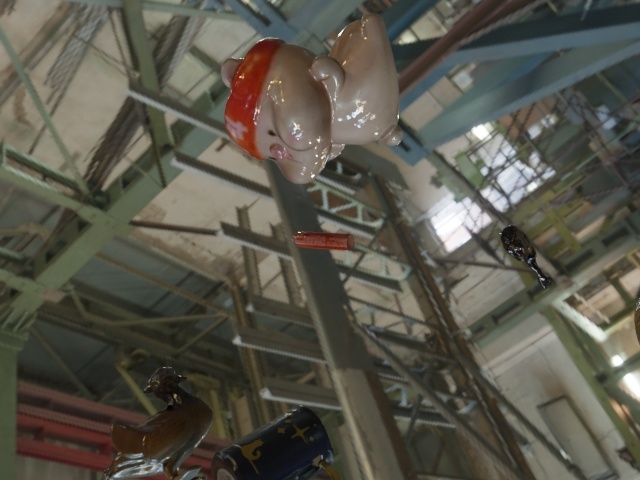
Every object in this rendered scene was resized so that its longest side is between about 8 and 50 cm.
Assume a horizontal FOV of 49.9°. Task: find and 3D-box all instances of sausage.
[{"bbox_3d":[0.000,0.000,1.331,0.034,0.129,0.034,-14,-74,-62],"label":"sausage"}]

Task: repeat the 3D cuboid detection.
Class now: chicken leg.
[{"bbox_3d":[0.499,0.034,1.681,0.253,0.051,0.106,38,-150,-40],"label":"chicken leg"}]

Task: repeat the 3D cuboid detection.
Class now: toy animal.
[{"bbox_3d":[-0.012,-0.157,0.772,0.171,0.197,0.171,164,90,-88],"label":"toy animal"},{"bbox_3d":[-0.246,0.281,0.993,0.179,0.188,0.089,58,159,25],"label":"toy animal"}]

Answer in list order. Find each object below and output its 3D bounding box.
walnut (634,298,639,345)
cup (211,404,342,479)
[{"bbox_3d":[0.716,0.164,1.292,0.257,0.224,0.257,-17,-90,-73],"label":"walnut"},{"bbox_3d":[-0.092,0.528,1.622,0.256,0.255,0.178,-21,-81,-39],"label":"cup"}]
